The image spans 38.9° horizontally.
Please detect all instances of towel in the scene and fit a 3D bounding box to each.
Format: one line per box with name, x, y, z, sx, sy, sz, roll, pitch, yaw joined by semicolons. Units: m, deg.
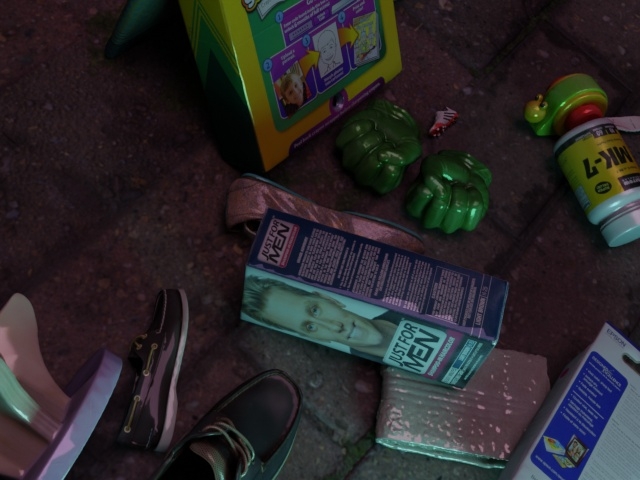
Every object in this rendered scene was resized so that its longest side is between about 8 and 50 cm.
towel;-0.184;-0.427;1.375;0.271;0.370;0.040;-39;93;-33
towel;0.218;0.238;1.359;0.282;0.049;0.187;14;58;-12

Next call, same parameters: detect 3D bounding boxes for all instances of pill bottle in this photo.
pill bottle;0.511;-0.102;1.611;0.119;0.119;0.208;-13;68;-26

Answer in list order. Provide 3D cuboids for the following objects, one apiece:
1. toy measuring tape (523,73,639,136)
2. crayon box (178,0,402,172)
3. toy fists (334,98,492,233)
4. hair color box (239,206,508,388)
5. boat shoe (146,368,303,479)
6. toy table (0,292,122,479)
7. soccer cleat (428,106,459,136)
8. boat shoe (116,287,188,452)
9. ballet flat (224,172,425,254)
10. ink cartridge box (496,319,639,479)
toy measuring tape;0.527;-0.255;1.698;0.330;0.121;0.121;-4;65;-22
crayon box;-0.033;-0.334;1.420;0.106;0.313;0.363;20;47;38
toy fists;0.157;-0.119;1.501;0.279;0.096;0.142;34;57;-2
hair color box;0.067;0.086;1.273;0.347;0.174;0.105;18;59;3
boat shoe;-0.131;0.295;1.143;0.132;0.130;0.355;40;57;3
toy table;-0.366;0.207;1.052;0.161;0.252;0.274;39;43;-17
soccer cleat;0.213;-0.212;1.614;0.035;0.029;0.083;42;53;15
boat shoe;-0.223;0.165;1.209;0.068;0.081;0.228;12;62;-19
ballet flat;0.000;0.000;1.382;0.316;0.107;0.106;18;66;-1
ink cartridge box;0.400;0.299;1.329;0.176;0.069;0.371;42;56;3
